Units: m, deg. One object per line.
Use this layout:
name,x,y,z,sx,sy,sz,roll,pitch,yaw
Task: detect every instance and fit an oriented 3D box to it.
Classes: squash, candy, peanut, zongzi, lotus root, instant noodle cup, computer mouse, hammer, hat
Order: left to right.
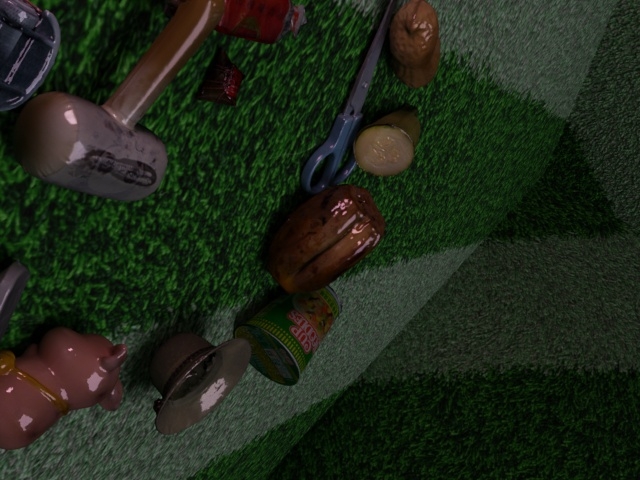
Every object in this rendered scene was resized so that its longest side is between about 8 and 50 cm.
computer mouse,-0.456,0.123,0.831,0.230,0.079,0.128,-65,-163,-5
hammer,-0.222,-0.188,0.789,0.305,0.113,0.202,-51,161,9
hat,-0.279,0.268,1.343,0.257,0.130,0.257,-41,154,-25
zongzi,-0.146,-0.252,0.962,0.083,0.067,0.073,-62,152,-30
candy,-0.107,-0.325,0.899,0.292,0.059,0.086,-12,132,-58
instant noodle cup,-0.071,0.212,1.616,0.232,0.207,0.207,-47,158,-35
lotus root,-0.002,0.002,1.425,0.291,0.193,0.193,-39,161,16
squash,0.182,-0.234,1.480,0.287,0.137,0.137,-42,159,-59
peanut,0.190,-0.394,1.294,0.263,0.101,0.117,30,63,-76

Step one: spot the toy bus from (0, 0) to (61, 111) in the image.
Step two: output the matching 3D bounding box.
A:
toy bus,-0.352,-0.203,0.525,0.121,0.120,0.265,-56,157,9

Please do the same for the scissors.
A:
scissors,0.074,-0.290,1.334,0.193,0.029,0.446,-26,146,-47

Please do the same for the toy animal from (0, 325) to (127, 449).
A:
toy animal,-0.431,0.224,0.987,0.248,0.149,0.165,-22,159,-32
